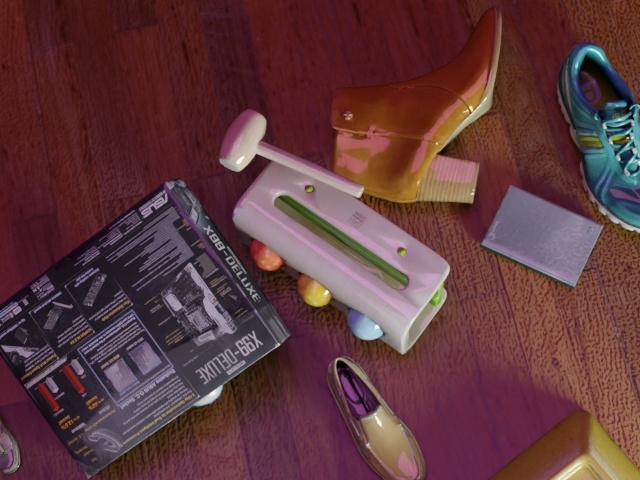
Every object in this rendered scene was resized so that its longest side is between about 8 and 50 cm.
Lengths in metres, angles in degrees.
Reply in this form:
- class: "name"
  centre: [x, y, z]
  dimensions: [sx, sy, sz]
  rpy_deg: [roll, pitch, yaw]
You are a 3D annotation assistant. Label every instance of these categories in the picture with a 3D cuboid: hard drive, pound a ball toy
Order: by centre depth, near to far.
- class: "pound a ball toy"
  centre: [0.000, 0.000, 1.653]
  dimensions: [0.319, 0.208, 0.136]
  rpy_deg: [34, 76, 13]
- class: "hard drive"
  centre: [0.291, -0.005, 1.732]
  dimensions: [0.135, 0.022, 0.094]
  rpy_deg: [25, 75, 12]

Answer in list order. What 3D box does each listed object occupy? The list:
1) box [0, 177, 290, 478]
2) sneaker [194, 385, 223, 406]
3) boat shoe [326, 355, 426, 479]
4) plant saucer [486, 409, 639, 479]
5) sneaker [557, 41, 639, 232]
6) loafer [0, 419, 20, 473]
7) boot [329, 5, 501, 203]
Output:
- class: "box"
  centre: [-0.230, 0.108, 1.622]
  dimensions: [0.307, 0.076, 0.242]
  rpy_deg: [-36, 89, 11]
- class: "sneaker"
  centre: [-0.218, 0.121, 1.692]
  dimensions: [0.085, 0.086, 0.237]
  rpy_deg: [-42, 75, -12]
- class: "boat shoe"
  centre: [0.065, 0.228, 1.641]
  dimensions: [0.068, 0.072, 0.190]
  rpy_deg: [-35, 73, -8]
- class: "plant saucer"
  centre: [0.299, 0.415, 1.558]
  dimensions: [0.333, 0.081, 0.333]
  rpy_deg: [-37, 73, -9]
- class: "sneaker"
  centre: [0.384, -0.135, 1.725]
  dimensions: [0.107, 0.110, 0.275]
  rpy_deg: [-22, 72, -4]
- class: "loafer"
  centre: [-0.427, 0.242, 1.687]
  dimensions: [0.045, 0.039, 0.125]
  rpy_deg: [-28, 71, -7]
- class: "boot"
  centre: [0.125, -0.194, 1.767]
  dimensions: [0.211, 0.104, 0.295]
  rpy_deg: [11, 76, 7]
